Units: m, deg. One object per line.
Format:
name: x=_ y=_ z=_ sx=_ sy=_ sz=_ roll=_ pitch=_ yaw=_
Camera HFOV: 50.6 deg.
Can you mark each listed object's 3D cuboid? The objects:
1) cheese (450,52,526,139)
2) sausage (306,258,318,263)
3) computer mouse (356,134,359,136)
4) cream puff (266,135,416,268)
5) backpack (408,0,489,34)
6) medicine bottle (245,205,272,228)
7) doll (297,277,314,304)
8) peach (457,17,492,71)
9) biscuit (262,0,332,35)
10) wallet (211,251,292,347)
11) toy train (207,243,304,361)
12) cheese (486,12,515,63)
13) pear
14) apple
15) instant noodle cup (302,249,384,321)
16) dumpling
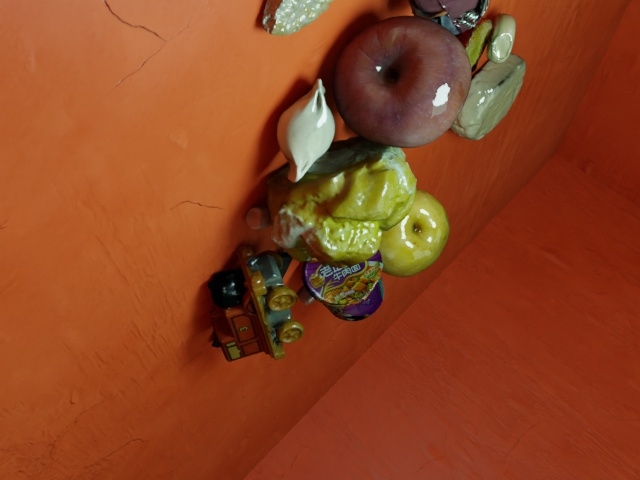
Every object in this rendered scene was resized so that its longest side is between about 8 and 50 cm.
cheese: x=0.570 y=-0.490 z=2.309 sx=0.318 sy=0.115 sz=0.326 roll=-18 pitch=141 yaw=-56
sausage: x=0.002 y=0.001 z=1.933 sx=0.133 sy=0.133 sz=0.258 roll=-58 pitch=158 yaw=18
computer mouse: x=0.163 y=-0.318 z=1.784 sx=0.145 sy=0.082 sz=0.237 roll=-56 pitch=157 yaw=14
cream puff: x=0.055 y=-0.073 z=1.606 sx=0.378 sy=0.378 sz=0.275 roll=-36 pitch=118 yaw=-35
backpack: x=0.274 y=-0.592 z=1.382 sx=0.283 sy=0.197 sz=0.317 roll=-62 pitch=157 yaw=9
medicine bottle: x=-0.137 y=-0.057 z=1.641 sx=0.089 sy=0.052 sz=0.052 roll=-14 pitch=139 yaw=-58
doll: x=-0.004 y=0.138 z=2.249 sx=0.160 sy=0.059 sz=0.161 roll=-36 pitch=155 yaw=-32
peach: x=0.411 y=-0.547 z=1.910 sx=0.189 sy=0.068 sz=0.279 roll=-62 pitch=165 yaw=2
biscuit: x=-0.013 y=-0.474 z=1.208 sx=0.265 sy=0.040 sz=0.188 roll=-48 pitch=160 yaw=-11
wallet: x=-0.196 y=0.168 z=1.921 sx=0.170 sy=0.044 sz=0.321 roll=-13 pitch=139 yaw=-54
toy train: x=-0.175 y=0.184 z=1.770 sx=0.232 sy=0.163 sz=0.369 roll=-19 pitch=139 yaw=-8
cheese: x=0.532 y=-0.613 z=1.999 sx=0.227 sy=0.065 sz=0.137 roll=-75 pitch=177 yaw=-50
pear: x=0.268 y=-0.030 z=2.197 sx=0.314 sy=0.314 sz=0.314 roll=-43 pitch=158 yaw=-22
apple: x=0.179 y=-0.335 z=1.470 sx=0.305 sy=0.306 sz=0.235 roll=-56 pitch=157 yaw=13
instant noodle cup: x=0.088 y=0.128 z=2.103 sx=0.251 sy=0.251 sz=0.190 roll=-47 pitch=148 yaw=-12
dumpling: x=-0.033 y=-0.244 z=1.468 sx=0.151 sy=0.124 sz=0.228 roll=-102 pitch=-147 yaw=-66
